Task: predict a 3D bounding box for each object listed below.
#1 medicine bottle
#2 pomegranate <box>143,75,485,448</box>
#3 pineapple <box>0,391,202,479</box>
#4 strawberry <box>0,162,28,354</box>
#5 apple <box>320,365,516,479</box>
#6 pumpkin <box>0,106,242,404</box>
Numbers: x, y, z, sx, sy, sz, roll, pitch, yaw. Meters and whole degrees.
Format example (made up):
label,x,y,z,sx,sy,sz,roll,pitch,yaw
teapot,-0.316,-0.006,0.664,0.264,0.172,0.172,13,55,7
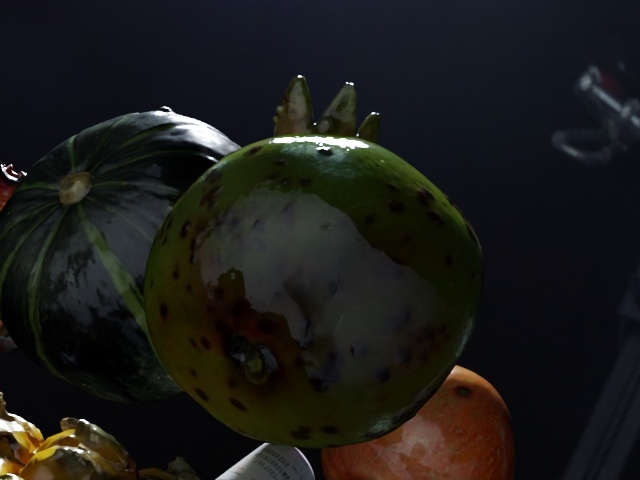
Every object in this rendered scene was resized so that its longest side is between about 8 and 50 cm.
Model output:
label,x,y,z,sx,sy,sz,roll,pitch,yaw
medicine bottle,-0.049,0.180,0.826,0.052,0.052,0.089,32,-135,30
pomegranate,0.012,0.003,0.836,0.231,0.231,0.286,10,-125,27
pineapple,-0.193,0.149,0.678,0.344,0.286,0.209,-21,-152,8
strawberry,-0.421,-0.027,1.441,0.233,0.306,0.138,-40,-157,15
apple,0.129,0.258,1.472,0.253,0.253,0.253,-8,-110,22
pumpkin,-0.194,0.013,1.266,0.323,0.241,0.323,-12,-131,14
